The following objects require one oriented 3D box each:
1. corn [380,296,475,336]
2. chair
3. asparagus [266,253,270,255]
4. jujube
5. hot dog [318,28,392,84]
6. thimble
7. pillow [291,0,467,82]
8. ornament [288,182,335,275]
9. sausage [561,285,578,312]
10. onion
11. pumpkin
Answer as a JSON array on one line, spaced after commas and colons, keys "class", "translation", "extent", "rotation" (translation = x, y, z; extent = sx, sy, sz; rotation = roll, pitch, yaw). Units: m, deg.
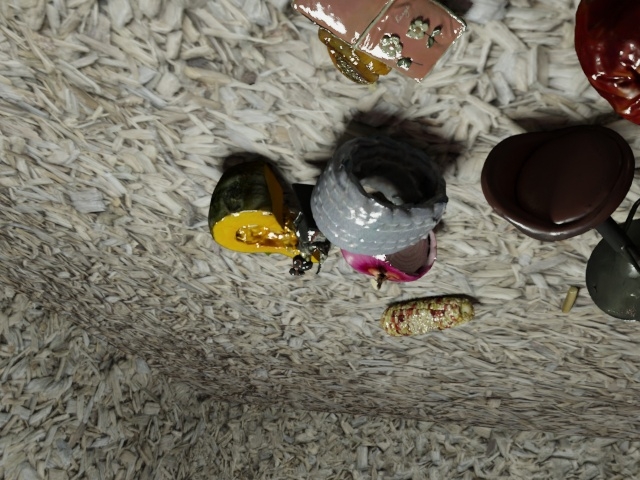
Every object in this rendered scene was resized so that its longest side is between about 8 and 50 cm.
[{"class": "corn", "translation": [0.293, 0.212, 1.886], "extent": [0.290, 0.098, 0.098], "rotation": [-14, 142, 44]}, {"class": "chair", "translation": [0.475, -0.039, 1.170], "extent": [0.401, 0.226, 0.227], "rotation": [34, 147, -34]}, {"class": "asparagus", "translation": [-0.170, -0.037, 1.666], "extent": [0.067, 0.060, 0.277], "rotation": [-14, 145, 25]}, {"class": "jujube", "translation": [0.433, -0.246, 0.821], "extent": [0.232, 0.213, 0.213], "rotation": [26, 152, -32]}, {"class": "hot dog", "translation": [0.055, -0.295, 1.052], "extent": [0.090, 0.060, 0.140], "rotation": [-10, 141, 31]}, {"class": "thimble", "translation": [0.112, -0.083, 1.274], "extent": [0.236, 0.205, 0.172], "rotation": [22, 147, -11]}, {"class": "pillow", "translation": [0.084, -0.323, 0.969], "extent": [0.233, 0.043, 0.126], "rotation": [25, 127, -18]}, {"class": "ornament", "translation": [0.000, 0.000, 1.427], "extent": [0.153, 0.166, 0.196], "rotation": [6, 129, -22]}, {"class": "sausage", "translation": [0.618, 0.150, 1.688], "extent": [0.024, 0.024, 0.132], "rotation": [7, 152, 14]}, {"class": "onion", "translation": [0.139, 0.008, 1.494], "extent": [0.207, 0.200, 0.200], "rotation": [-8, 167, -33]}, {"class": "pumpkin", "translation": [-0.103, -0.061, 1.485], "extent": [0.281, 0.139, 0.190], "rotation": [9, 144, -20]}]
